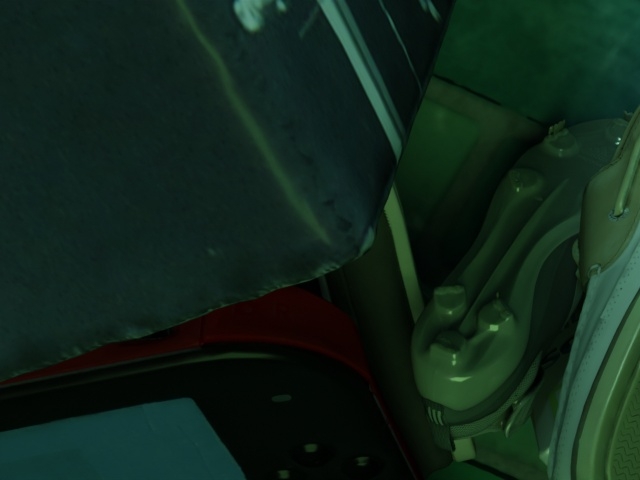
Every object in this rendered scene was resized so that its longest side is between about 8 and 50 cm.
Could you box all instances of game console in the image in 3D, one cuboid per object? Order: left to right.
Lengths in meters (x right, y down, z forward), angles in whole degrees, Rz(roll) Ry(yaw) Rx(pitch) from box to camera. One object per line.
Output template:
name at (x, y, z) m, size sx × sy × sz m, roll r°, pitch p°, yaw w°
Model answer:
game console at (-0.132, 0.161, 0.918) m, size 0.386 × 0.060 × 0.342 m, roll -11°, pitch 138°, yaw 11°

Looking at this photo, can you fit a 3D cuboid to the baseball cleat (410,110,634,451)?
baseball cleat at (0.110, 0.023, 0.883) m, size 0.072 × 0.206 × 0.109 m, roll 28°, pitch 146°, yaw 28°

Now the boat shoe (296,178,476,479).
boat shoe at (0.000, 0.000, 0.885) m, size 0.095 × 0.112 × 0.335 m, roll -18°, pitch 120°, yaw 3°

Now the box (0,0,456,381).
box at (-0.166, -0.263, 0.510) m, size 0.297 × 0.480 × 0.472 m, roll -17°, pitch 118°, yaw 25°

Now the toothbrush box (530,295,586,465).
toothbrush box at (0.280, 0.120, 0.947) m, size 0.206 × 0.122 × 0.283 m, roll -37°, pitch 111°, yaw 17°

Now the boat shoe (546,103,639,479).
boat shoe at (0.181, 0.010, 0.810) m, size 0.113 × 0.103 × 0.302 m, roll 45°, pitch 64°, yaw -27°
